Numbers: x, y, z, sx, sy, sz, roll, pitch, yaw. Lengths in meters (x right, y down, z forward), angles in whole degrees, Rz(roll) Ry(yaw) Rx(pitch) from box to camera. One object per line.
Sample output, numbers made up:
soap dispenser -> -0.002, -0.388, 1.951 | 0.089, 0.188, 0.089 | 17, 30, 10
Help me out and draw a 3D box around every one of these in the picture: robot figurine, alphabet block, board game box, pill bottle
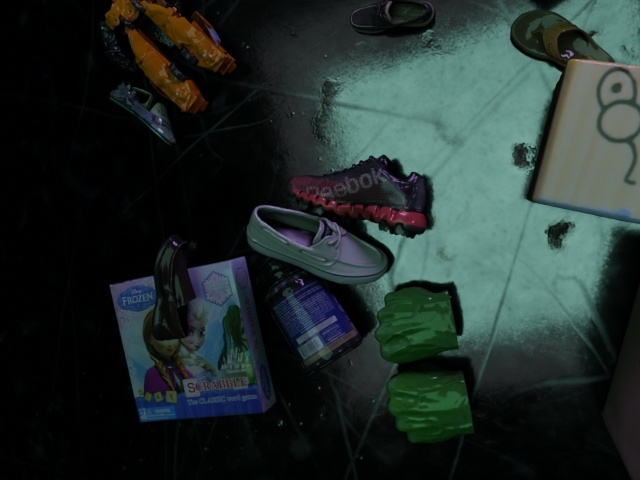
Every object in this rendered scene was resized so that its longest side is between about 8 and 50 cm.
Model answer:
robot figurine -> -0.320, -0.407, 1.020 | 0.291, 0.085, 0.211 | 46, 107, 9
alphabet block -> 0.423, -0.133, 0.726 | 0.192, 0.193, 0.197 | 15, 100, 16
board game box -> -0.279, 0.219, 1.077 | 0.319, 0.066, 0.318 | -12, 91, 20
pill bottle -> -0.028, 0.130, 0.945 | 0.123, 0.123, 0.219 | -36, 78, 19

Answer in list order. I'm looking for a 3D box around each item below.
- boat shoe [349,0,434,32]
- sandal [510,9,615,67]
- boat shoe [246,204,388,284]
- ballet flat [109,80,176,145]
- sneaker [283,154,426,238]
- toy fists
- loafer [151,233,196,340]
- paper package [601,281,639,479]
boat shoe -> 0.121, -0.402, 0.881 | 0.152, 0.049, 0.056 | 0, 96, 20
sandal -> 0.390, -0.311, 0.795 | 0.180, 0.049, 0.072 | 40, 107, 12
boat shoe -> 0.000, 0.000, 0.903 | 0.268, 0.096, 0.088 | 20, 144, 0
ballet flat -> -0.368, -0.278, 1.064 | 0.188, 0.070, 0.070 | 38, 106, 9
sneaker -> 0.067, -0.095, 0.909 | 0.276, 0.098, 0.135 | 14, 92, 22
toy fists -> 0.180, 0.222, 0.902 | 0.142, 0.096, 0.279 | -10, 91, 10
loafer -> -0.281, 0.096, 0.997 | 0.078, 0.080, 0.220 | 9, 102, 9
paper package -> 0.524, 0.173, 0.658 | 0.168, 0.309, 0.324 | 13, 101, 18
